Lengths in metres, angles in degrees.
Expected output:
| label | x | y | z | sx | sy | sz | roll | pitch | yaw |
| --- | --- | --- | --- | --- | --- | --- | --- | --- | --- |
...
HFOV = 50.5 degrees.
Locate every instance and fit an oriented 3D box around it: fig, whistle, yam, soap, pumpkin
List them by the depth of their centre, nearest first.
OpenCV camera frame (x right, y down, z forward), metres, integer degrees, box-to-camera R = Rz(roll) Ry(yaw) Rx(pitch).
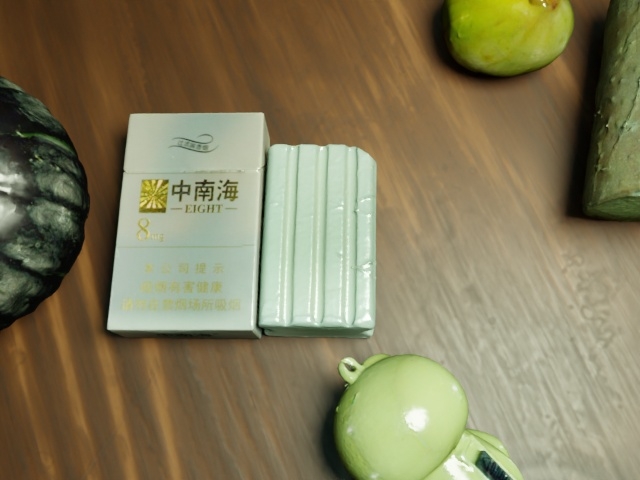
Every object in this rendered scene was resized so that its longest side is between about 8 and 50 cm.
| label | x | y | z | sx | sy | sz | roll | pitch | yaw |
| --- | --- | --- | --- | --- | --- | --- | --- | --- | --- |
| whistle | 0.115 | 0.226 | 0.635 | 0.141 | 0.141 | 0.294 | -35 | 92 | -7 |
| pumpkin | -0.383 | -0.041 | 0.652 | 0.295 | 0.296 | 0.296 | -1 | 73 | 3 |
| yam | 0.361 | -0.141 | 0.696 | 0.161 | 0.161 | 0.268 | 10 | 74 | 6 |
| soap | 0.000 | 0.000 | 0.722 | 0.119 | 0.066 | 0.198 | 1 | 74 | 2 |
| fig | 0.209 | -0.247 | 0.761 | 0.153 | 0.121 | 0.136 | 22 | 69 | 36 |

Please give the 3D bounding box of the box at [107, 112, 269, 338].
| label | x | y | z | sx | sy | sz | roll | pitch | yaw |
| --- | --- | --- | --- | --- | --- | --- | --- | --- | --- |
| box | -0.137 | -0.018 | 0.736 | 0.155 | 0.067 | 0.243 | -1 | 74 | 2 |
